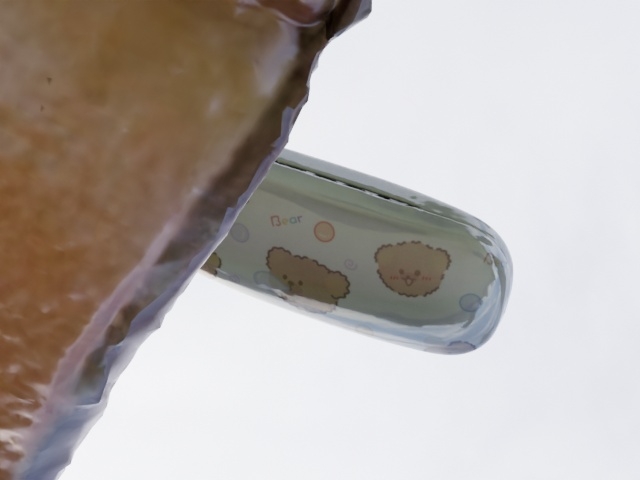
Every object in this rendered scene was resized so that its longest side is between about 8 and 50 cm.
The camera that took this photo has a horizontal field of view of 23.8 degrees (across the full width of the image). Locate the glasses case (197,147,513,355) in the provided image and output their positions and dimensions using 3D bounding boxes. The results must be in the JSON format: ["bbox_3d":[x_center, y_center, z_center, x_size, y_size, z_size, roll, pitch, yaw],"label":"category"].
[{"bbox_3d":[0.000,0.000,0.633,0.164,0.063,0.041,19,-143,13],"label":"glasses case"}]

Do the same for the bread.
[{"bbox_3d":[-0.074,-0.049,0.398,0.244,0.123,0.190,-52,-162,39],"label":"bread"}]
